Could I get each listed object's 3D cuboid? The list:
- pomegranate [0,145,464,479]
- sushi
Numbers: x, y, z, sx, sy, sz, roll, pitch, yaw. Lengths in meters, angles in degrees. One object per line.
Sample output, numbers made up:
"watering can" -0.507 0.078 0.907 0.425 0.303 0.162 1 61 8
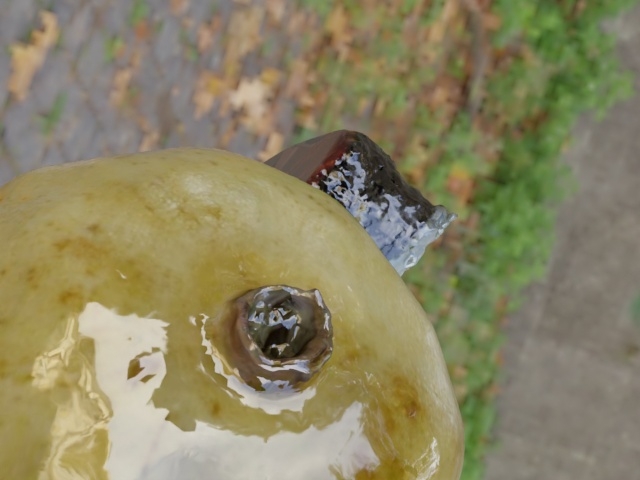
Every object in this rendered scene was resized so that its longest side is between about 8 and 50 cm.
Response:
"pomegranate" -0.086 0.115 0.966 0.332 0.333 0.332 19 90 -78
"sushi" 0.000 0.000 1.416 0.136 0.126 0.225 -47 -168 -18
